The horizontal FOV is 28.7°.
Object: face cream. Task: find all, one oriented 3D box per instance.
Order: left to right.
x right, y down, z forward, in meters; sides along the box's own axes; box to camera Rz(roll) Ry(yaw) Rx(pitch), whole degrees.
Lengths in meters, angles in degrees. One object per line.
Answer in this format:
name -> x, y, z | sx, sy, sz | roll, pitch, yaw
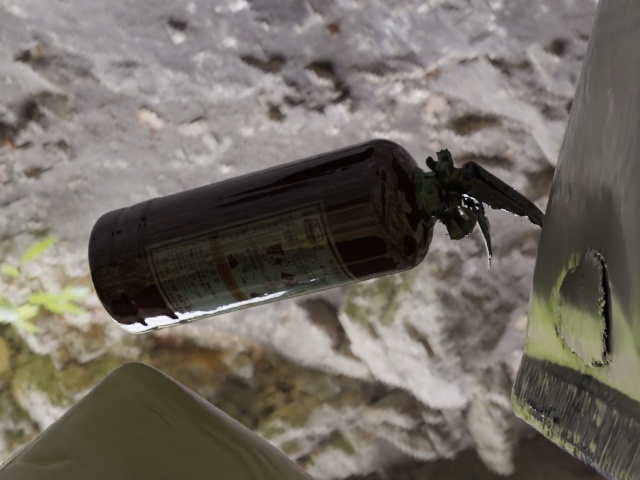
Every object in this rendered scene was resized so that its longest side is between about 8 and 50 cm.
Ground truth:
face cream -> 0.122, -0.087, 0.363 | 0.143, 0.089, 0.314 | -160, -88, -84

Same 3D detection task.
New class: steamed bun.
steamed bun -> -0.103, 0.193, 0.570 | 0.250, 0.200, 0.155 | -55, 166, 6

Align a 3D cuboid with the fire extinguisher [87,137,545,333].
fire extinguisher -> 0.000, 0.000, 0.657 | 0.231, 0.071, 0.099 | -13, 137, 19
